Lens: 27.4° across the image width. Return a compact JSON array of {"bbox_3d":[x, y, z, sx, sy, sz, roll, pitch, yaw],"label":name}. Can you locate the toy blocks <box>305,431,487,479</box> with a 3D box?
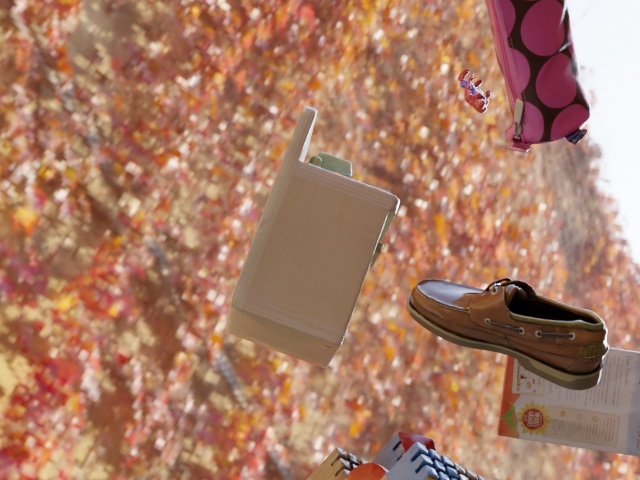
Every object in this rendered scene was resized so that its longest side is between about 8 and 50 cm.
[{"bbox_3d":[0.073,0.322,1.295,0.191,0.381,0.261,30,-70,-27],"label":"toy blocks"}]

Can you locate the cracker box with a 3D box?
[{"bbox_3d":[0.392,0.234,1.989,0.232,0.155,0.067,8,-3,8],"label":"cracker box"}]

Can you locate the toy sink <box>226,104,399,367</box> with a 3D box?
[{"bbox_3d":[0.000,0.000,1.407,0.131,0.234,0.153,20,-16,-1],"label":"toy sink"}]

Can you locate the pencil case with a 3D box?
[{"bbox_3d":[0.189,-0.191,1.224,0.095,0.098,0.209,11,-54,55],"label":"pencil case"}]

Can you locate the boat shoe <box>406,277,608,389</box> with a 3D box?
[{"bbox_3d":[0.265,0.101,1.856,0.307,0.111,0.104,19,-56,26],"label":"boat shoe"}]

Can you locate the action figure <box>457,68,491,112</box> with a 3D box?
[{"bbox_3d":[0.197,-0.189,1.670,0.038,0.115,0.030,40,-70,-18],"label":"action figure"}]
